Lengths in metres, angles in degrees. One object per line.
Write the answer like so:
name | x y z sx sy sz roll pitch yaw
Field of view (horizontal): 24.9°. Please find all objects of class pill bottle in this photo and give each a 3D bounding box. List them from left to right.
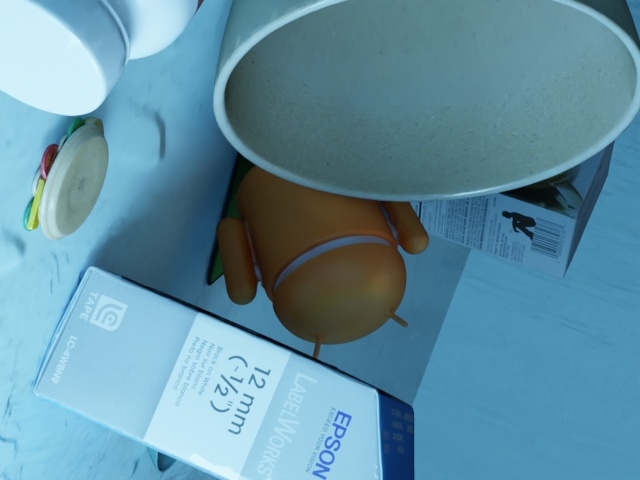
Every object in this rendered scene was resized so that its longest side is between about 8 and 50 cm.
pill bottle | -0.101 -0.173 0.749 0.121 0.121 0.216 91 24 -59

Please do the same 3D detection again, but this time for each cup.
cup | 0.081 -0.207 1.159 0.331 0.331 0.237 85 4 -64

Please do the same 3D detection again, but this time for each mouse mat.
mouse mat | -0.060 -0.050 1.418 0.190 0.007 0.152 -46 154 -64

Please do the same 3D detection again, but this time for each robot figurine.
robot figurine | -0.002 0.001 1.299 0.158 0.219 0.128 8 139 -42

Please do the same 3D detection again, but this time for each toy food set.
toy food set | -0.163 -0.040 0.940 0.082 0.020 0.083 -25 135 -73

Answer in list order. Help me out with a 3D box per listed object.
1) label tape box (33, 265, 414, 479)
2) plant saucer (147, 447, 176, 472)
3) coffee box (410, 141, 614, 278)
label tape box | -0.014 0.145 1.122 0.249 0.347 0.115 45 66 -77
plant saucer | -0.139 0.164 1.392 0.119 0.021 0.119 21 90 -79
coffee box | 0.170 -0.094 1.660 0.119 0.297 0.168 89 25 -52
